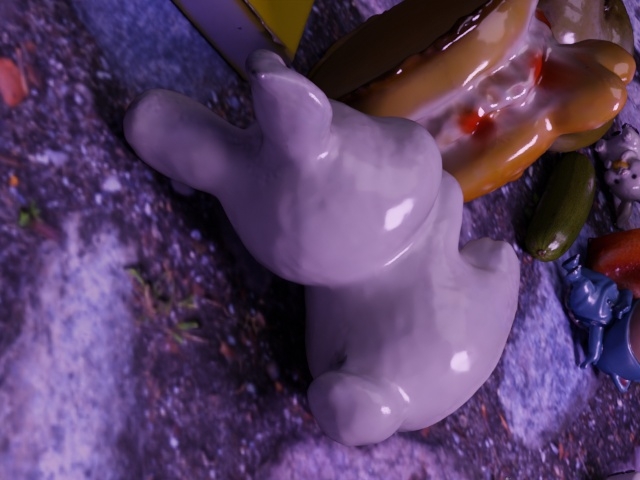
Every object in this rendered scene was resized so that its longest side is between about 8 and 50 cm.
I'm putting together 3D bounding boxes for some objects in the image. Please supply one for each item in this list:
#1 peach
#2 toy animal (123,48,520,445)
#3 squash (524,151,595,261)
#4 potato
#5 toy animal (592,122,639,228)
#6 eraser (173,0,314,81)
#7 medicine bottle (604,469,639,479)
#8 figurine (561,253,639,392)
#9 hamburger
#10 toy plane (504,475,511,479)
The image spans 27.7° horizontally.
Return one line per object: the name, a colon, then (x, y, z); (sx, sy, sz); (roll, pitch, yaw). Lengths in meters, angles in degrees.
peach: (0.468, 0.053, 1.743); (0.267, 0.154, 0.158); (5, 70, -54)
toy animal: (0.005, -0.004, 1.102); (0.367, 0.196, 0.241); (57, 38, -22)
squash: (0.315, -0.052, 1.662); (0.066, 0.066, 0.252); (56, 36, -19)
potato: (0.287, -0.246, 1.622); (0.351, 0.202, 0.218); (49, 25, -48)
toy animal: (0.436, -0.094, 1.850); (0.085, 0.071, 0.124); (55, 24, -52)
eraser: (-0.069, -0.280, 1.250); (0.158, 0.069, 0.226); (49, 39, -31)
medicine bottle: (0.349, 0.375, 1.478); (0.115, 0.078, 0.219); (58, 35, -19)
figurine: (0.379, 0.091, 1.621); (0.178, 0.144, 0.114); (50, 33, -7)
hamburger: (0.143, -0.147, 1.265); (0.186, 0.303, 0.261); (52, 29, -17)
toy plane: (0.197, 0.299, 1.343); (0.102, 0.040, 0.111); (38, 40, -10)
